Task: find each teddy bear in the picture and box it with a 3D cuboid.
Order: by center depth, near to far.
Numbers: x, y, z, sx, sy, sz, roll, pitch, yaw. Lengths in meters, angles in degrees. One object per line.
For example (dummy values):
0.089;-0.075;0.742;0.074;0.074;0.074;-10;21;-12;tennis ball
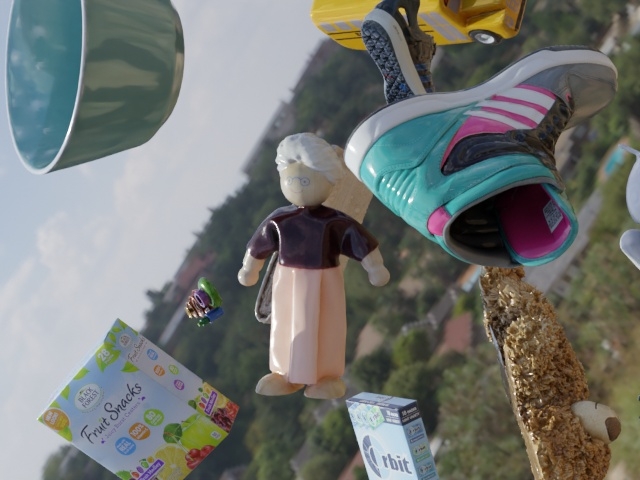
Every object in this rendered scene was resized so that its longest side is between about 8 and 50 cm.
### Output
0.276;0.153;1.422;0.113;0.245;0.338;-16;33;3;teddy bear

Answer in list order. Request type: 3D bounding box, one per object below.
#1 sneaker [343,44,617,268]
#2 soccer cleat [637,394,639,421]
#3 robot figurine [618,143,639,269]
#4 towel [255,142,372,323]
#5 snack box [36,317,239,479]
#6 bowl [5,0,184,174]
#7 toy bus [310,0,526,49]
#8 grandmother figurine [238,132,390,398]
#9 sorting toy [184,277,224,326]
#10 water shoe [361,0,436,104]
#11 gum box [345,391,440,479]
0.189;-0.070;1.054;0.295;0.178;0.124;-21;-33;-23;sneaker
0.485;0.271;1.586;0.060;0.072;0.179;102;155;-74;soccer cleat
0.576;-0.025;1.666;0.300;0.353;0.200;-36;2;33;robot figurine
0.000;0.000;1.770;0.187;0.049;0.282;19;-88;-63;towel
-0.245;0.231;1.565;0.174;0.207;0.070;-47;11;27;snack box
-0.284;-0.237;1.505;0.311;0.163;0.312;0;90;58;bowl
0.151;-0.369;1.794;0.332;0.130;0.108;4;72;44;toy bus
-0.012;0.031;1.526;0.104;0.207;0.342;-40;-50;-80;grandmother figurine
-0.178;0.097;1.746;0.042;0.061;0.102;-35;-7;-21;sorting toy
0.117;-0.209;1.405;0.080;0.073;0.203;-48;-39;-17;water shoe
0.119;0.336;1.831;0.041;0.184;0.157;-21;8;-28;gum box
